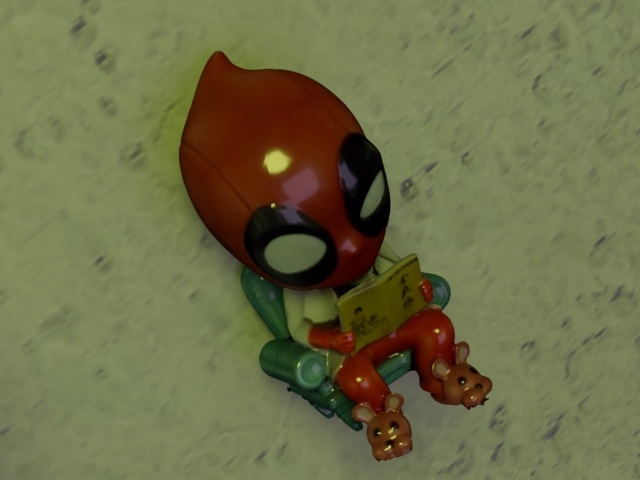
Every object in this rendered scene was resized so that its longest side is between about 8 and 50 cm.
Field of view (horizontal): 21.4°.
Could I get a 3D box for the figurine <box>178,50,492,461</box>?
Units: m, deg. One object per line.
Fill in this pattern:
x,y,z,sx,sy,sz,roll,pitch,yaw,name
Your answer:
0.000,0.000,0.567,0.068,0.075,0.140,-33,114,-17,figurine
